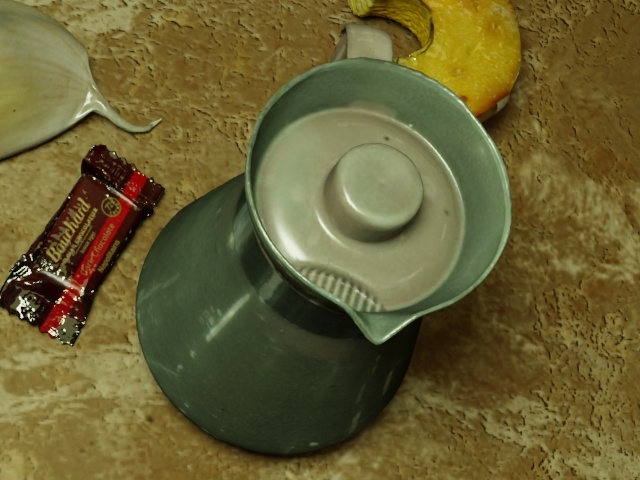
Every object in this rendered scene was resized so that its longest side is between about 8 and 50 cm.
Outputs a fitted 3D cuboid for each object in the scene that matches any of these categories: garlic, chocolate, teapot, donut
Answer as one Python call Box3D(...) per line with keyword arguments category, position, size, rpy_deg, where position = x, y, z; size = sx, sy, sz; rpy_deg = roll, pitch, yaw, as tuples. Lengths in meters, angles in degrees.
Box3D(category="garlic", position=(-0.282, -0.151, 1.210), size=(0.266, 0.148, 0.128), rpy_deg=(-13, 36, -17))
Box3D(category="chocolate", position=(-0.213, 0.001, 1.201), size=(0.086, 0.028, 0.182), rpy_deg=(31, 63, -12))
Box3D(category="teapot", position=(0.000, 0.000, 1.090), size=(0.253, 0.344, 0.300), rpy_deg=(10, 66, -15))
Box3D(category="donut", position=(0.120, -0.202, 1.345), size=(0.152, 0.101, 0.259), rpy_deg=(-4, 69, -19))
